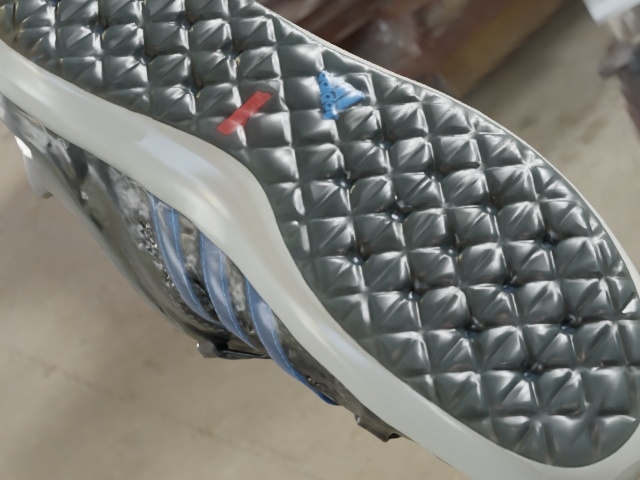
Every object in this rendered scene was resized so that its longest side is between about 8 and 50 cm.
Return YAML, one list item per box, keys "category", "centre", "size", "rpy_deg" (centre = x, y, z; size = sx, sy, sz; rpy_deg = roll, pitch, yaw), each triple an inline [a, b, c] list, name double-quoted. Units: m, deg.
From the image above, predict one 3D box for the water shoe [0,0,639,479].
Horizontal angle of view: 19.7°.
- category: "water shoe"
  centre: [0.000, 0.000, 0.450]
  size: [0.073, 0.080, 0.203]
  rpy_deg: [-37, 62, -25]
